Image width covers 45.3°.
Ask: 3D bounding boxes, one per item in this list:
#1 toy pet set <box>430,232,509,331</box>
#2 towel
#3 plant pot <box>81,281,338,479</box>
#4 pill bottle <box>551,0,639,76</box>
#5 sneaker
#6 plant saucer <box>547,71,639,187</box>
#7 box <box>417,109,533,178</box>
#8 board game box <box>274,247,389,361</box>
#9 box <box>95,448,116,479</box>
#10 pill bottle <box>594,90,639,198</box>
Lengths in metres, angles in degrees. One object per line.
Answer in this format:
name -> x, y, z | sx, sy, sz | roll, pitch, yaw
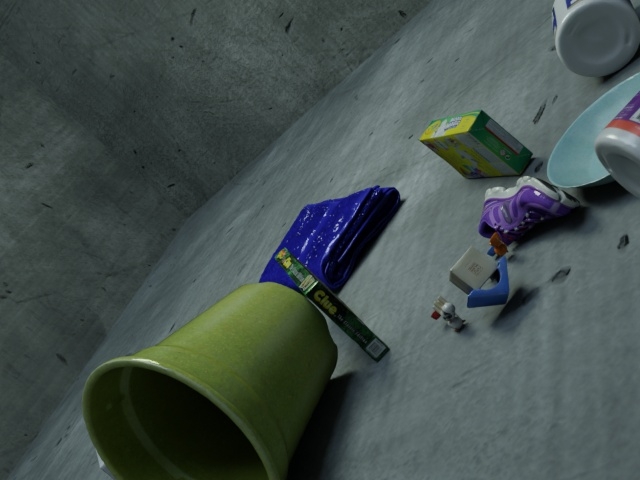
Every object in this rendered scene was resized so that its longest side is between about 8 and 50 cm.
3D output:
toy pet set -> 0.189, 0.050, 0.875 | 0.122, 0.065, 0.114 | -47, -20, -11
towel -> 0.000, 0.000, 1.439 | 0.227, 0.076, 0.308 | -53, 16, -22
plant pot -> -0.111, 0.190, 0.976 | 0.276, 0.276, 0.254 | -34, 9, 40
pill bottle -> 0.392, -0.319, 1.107 | 0.112, 0.112, 0.186 | -38, 18, 31
sneaker -> 0.243, -0.028, 0.910 | 0.071, 0.068, 0.170 | -66, 10, -11
plant saucer -> 0.347, -0.120, 0.869 | 0.195, 0.037, 0.195 | -43, 15, 14
box -> 0.219, -0.137, 1.128 | 0.043, 0.105, 0.179 | -57, 17, -10
board game box -> 0.008, 0.083, 1.095 | 0.030, 0.136, 0.260 | -44, 16, -2
box -> -0.245, 0.288, 1.296 | 0.262, 0.127, 0.231 | -50, 13, -13
pill bottle -> 0.361, -0.128, 0.716 | 0.193, 0.108, 0.108 | -47, 15, 1
